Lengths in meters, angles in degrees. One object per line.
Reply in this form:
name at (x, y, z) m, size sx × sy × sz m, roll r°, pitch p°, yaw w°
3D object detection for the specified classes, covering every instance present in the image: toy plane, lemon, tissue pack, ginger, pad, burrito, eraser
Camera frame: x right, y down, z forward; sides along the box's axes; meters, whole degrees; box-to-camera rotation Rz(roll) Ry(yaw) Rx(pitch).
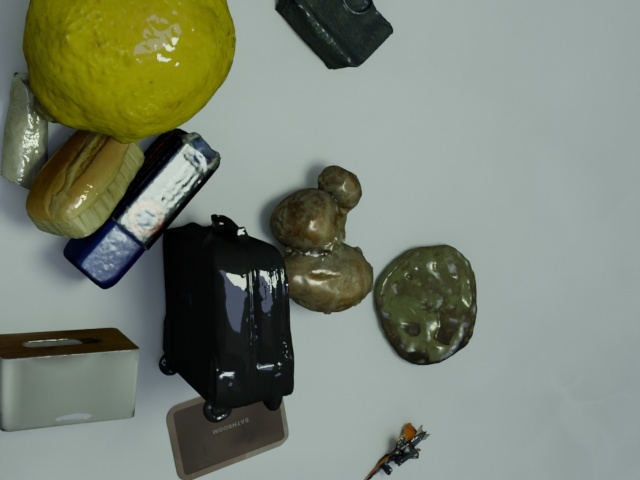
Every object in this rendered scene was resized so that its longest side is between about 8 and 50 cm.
toy plane at (0.182, 0.508, 2.139) m, size 0.188 × 0.062 × 0.135 m, roll -48°, pitch 144°, yaw -11°
lemon at (-0.330, -0.341, 1.538) m, size 0.387 × 0.350 × 0.350 m, roll -38°, pitch 116°, yaw 0°
tissue pack at (-0.473, 0.250, 1.667) m, size 0.246 × 0.159 × 0.136 m, roll -2°, pitch 101°, yaw -30°
ginger at (0.000, 0.000, 1.891) m, size 0.245 × 0.155 × 0.304 m, roll -10°, pitch 104°, yaw -26°
pad at (-0.193, 0.395, 1.940) m, size 0.266 × 0.002 × 0.176 m, roll -16°, pitch 106°, yaw -26°
burrito at (-0.520, -0.191, 1.617) m, size 0.087 × 0.060 × 0.226 m, roll 2°, pitch 99°, yaw -34°
eraser at (-0.333, -0.067, 1.695) m, size 0.332 × 0.155 × 0.101 m, roll -50°, pitch 117°, yaw -11°

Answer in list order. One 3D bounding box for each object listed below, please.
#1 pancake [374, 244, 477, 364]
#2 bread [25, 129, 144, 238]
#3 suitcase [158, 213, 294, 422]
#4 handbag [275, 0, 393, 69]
pancake at (0.253, 0.148, 2.124) m, size 0.294 × 0.049 × 0.294 m, roll -4°, pitch 98°, yaw -27°
bread at (-0.418, -0.114, 1.615) m, size 0.236 × 0.140 × 0.106 m, roll -63°, pitch 149°, yaw -33°
suitcase at (-0.185, 0.127, 1.702) m, size 0.188 × 0.345 × 0.339 m, roll -7°, pitch 102°, yaw -23°
handbag at (0.029, -0.473, 1.874) m, size 0.270 × 0.089 × 0.175 m, roll 45°, pitch 69°, yaw -28°
